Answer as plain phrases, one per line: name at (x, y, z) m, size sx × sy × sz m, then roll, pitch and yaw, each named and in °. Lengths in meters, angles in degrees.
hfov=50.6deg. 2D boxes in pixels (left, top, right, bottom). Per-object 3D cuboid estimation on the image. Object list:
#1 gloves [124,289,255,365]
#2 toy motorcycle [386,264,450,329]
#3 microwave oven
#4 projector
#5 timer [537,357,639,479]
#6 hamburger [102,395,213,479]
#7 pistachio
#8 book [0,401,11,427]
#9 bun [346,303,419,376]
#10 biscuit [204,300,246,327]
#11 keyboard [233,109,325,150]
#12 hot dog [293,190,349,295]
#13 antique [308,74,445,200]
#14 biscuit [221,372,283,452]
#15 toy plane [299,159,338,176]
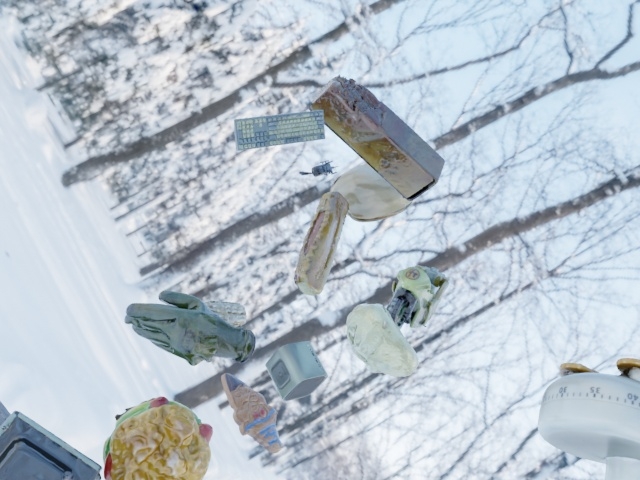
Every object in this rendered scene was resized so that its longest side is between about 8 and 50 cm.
gloves at (-0.257, 0.179, 1.353) m, size 0.107 × 0.268 × 0.135 m, roll -22°, pitch -127°, yaw 65°
toy motorcycle at (0.342, 0.204, 2.462) m, size 0.169 × 0.236 × 0.410 m, roll 25°, pitch 10°, yaw 22°
microwave oven at (-0.576, 0.529, 1.209) m, size 0.218 × 0.355 × 0.286 m, roll 37°, pitch -34°, yaw -4°
projector at (-0.047, 0.254, 1.321) m, size 0.083 × 0.083 × 0.082 m, roll -51°, pitch -124°, yaw 33°
timer at (0.500, 0.342, 1.183) m, size 0.234 × 0.240 × 0.233 m, roll 15°, pitch -26°, yaw 7°
hamburger at (-0.335, 0.441, 1.413) m, size 0.237 × 0.237 × 0.149 m, roll 62°, pitch -19°, yaw -5°
pistachio at (0.131, -0.119, 1.659) m, size 0.144 × 0.215 × 0.143 m, roll 173°, pitch -90°, yaw -81°
book at (-0.793, 0.410, 1.551) m, size 0.127 × 0.014 × 0.182 m, roll 39°, pitch 15°, yaw 21°
bun at (0.170, 0.301, 2.034) m, size 0.259 × 0.160 × 0.259 m, roll 56°, pitch 4°, yaw -6°
biscuit at (-0.283, 0.193, 1.574) m, size 0.239 × 0.108 × 0.061 m, roll -25°, pitch -116°, yaw 42°
keyboard at (-0.069, -0.196, 1.199) m, size 0.014 × 0.176 × 0.055 m, roll 21°, pitch -61°, yaw 57°
hot dog at (0.001, 0.001, 1.466) m, size 0.083 × 0.068 × 0.289 m, roll 60°, pitch 33°, yaw -34°
antique at (0.121, -0.224, 1.447) m, size 0.310 × 0.087 × 0.093 m, roll 41°, pitch -45°, yaw -13°
biscuit at (-0.198, 0.505, 2.000) m, size 0.280 × 0.043 × 0.183 m, roll 57°, pitch 22°, yaw 4°
toy plane at (0.007, -0.188, 1.809) m, size 0.145 × 0.060 × 0.037 m, roll -21°, pitch 92°, yaw -57°
